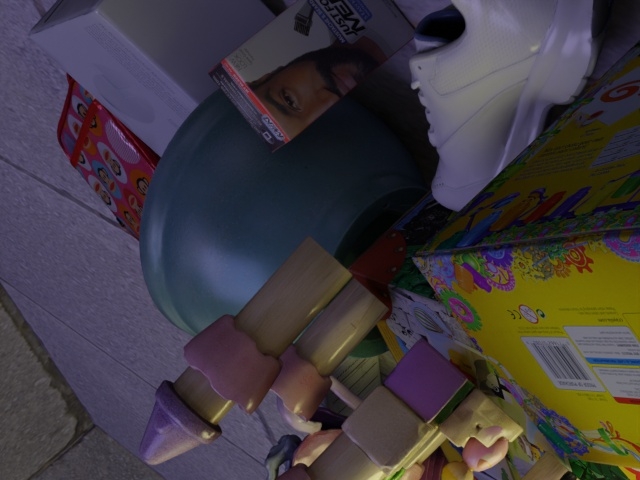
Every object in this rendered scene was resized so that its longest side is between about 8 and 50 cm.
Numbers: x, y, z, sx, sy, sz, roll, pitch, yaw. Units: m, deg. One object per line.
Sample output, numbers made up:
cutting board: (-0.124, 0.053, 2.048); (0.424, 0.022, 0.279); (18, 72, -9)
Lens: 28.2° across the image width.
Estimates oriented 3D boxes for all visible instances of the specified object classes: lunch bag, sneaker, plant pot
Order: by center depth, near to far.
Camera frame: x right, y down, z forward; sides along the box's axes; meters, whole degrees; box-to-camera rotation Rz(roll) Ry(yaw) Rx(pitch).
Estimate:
sneaker: (0.128, -0.124, 0.994); (0.129, 0.111, 0.297); (18, 147, 0)
plant pot: (0.000, 0.000, 1.238); (0.196, 0.293, 0.293); (27, 150, 40)
lunch bag: (-0.261, -0.141, 1.745); (0.258, 0.120, 0.293); (52, 157, 2)

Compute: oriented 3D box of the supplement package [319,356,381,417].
supplement package: (0.012, 0.178, 1.770); (0.105, 0.105, 0.179); (37, 155, 28)

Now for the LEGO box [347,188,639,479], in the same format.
LEGO box: (0.293, 0.192, 1.141); (0.372, 0.193, 0.500); (19, 144, 51)

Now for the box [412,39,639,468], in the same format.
box: (0.260, -0.019, 0.731); (0.177, 0.279, 0.290); (52, 159, -13)

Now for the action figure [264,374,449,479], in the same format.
action figure: (0.129, 0.294, 1.649); (0.370, 0.248, 0.276); (9, 119, 10)

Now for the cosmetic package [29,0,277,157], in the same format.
cosmetic package: (-0.155, -0.201, 1.351); (0.224, 0.138, 0.224); (43, 163, -24)

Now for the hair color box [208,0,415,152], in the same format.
hair color box: (-0.005, -0.166, 1.134); (0.093, 0.167, 0.053); (51, 158, -7)

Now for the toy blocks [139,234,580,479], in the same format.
toy blocks: (0.026, 0.201, 0.942); (0.309, 0.260, 0.288); (42, 179, 14)
